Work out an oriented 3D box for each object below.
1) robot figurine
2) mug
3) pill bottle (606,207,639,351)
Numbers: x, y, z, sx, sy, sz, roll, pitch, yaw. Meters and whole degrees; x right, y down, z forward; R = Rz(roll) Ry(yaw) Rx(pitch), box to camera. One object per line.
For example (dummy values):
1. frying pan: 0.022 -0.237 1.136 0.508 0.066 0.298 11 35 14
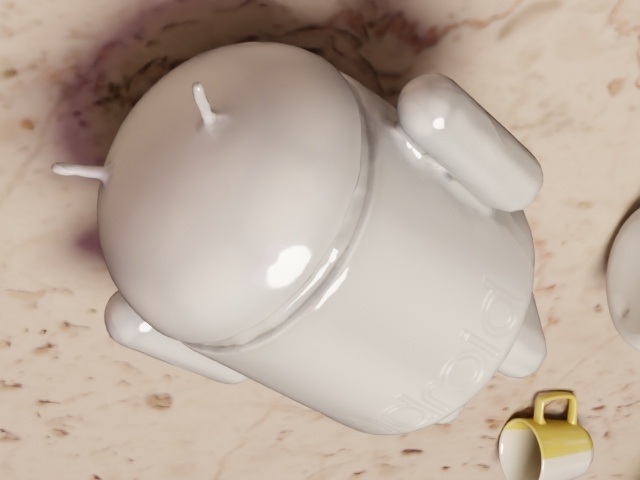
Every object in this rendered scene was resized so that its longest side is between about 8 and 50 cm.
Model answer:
1. robot figurine: 0.000 0.000 1.271 0.300 0.200 0.353 -37 135 25
2. mug: 0.194 0.170 1.620 0.064 0.062 0.078 -3 141 -29
3. pill bottle: 0.334 0.036 1.497 0.215 0.117 0.117 6 130 -27
